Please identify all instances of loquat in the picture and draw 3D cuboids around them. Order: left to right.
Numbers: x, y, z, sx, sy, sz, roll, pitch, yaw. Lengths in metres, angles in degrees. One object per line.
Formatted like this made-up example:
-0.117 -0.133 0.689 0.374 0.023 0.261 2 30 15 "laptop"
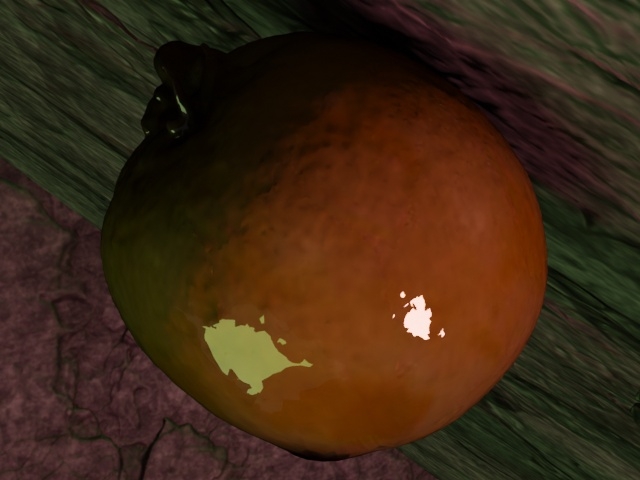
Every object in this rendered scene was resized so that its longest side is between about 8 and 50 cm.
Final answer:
0.000 0.000 0.627 0.163 0.137 0.163 40 -169 -9 "loquat"

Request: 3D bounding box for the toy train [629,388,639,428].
0.204 0.117 0.668 0.219 0.089 0.127 38 162 -15 "toy train"
